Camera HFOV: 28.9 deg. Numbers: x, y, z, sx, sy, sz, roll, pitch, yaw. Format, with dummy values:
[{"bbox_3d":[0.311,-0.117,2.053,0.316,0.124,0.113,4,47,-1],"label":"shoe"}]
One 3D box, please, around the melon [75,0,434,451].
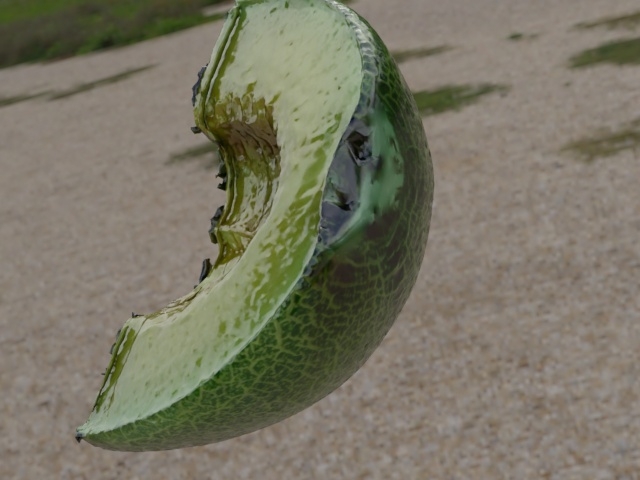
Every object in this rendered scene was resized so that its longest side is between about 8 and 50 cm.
[{"bbox_3d":[0.000,0.000,0.642,0.169,0.129,0.265,-9,57,52],"label":"melon"}]
